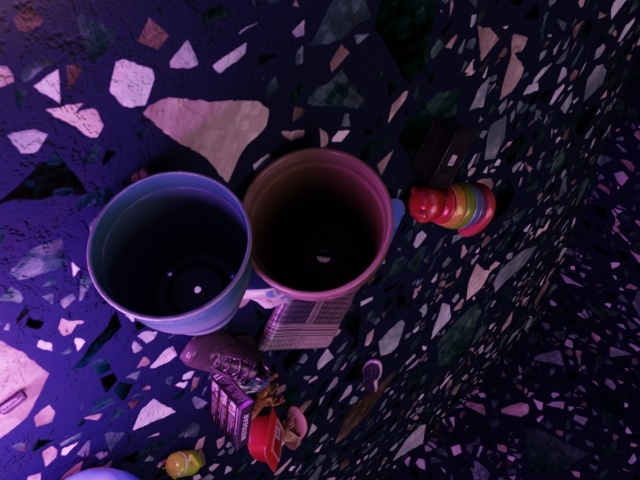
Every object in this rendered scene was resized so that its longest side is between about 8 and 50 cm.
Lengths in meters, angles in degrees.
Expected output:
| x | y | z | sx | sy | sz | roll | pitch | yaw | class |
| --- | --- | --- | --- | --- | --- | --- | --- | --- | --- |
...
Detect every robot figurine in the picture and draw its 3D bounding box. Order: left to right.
| x | y | z | sx | sy | sz | roll | pitch | yaw | class |
| --- | --- | --- | --- | --- | --- | --- | --- | --- | --- |
| -0.376 | 0.610 | 1.654 | 0.101 | 0.067 | 0.115 | -30 | 156 | 21 | robot figurine |

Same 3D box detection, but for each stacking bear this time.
| x | y | z | sx | sy | sz | roll | pitch | yaw | class |
| --- | --- | --- | --- | --- | --- | --- | --- | --- | --- |
| 0.385 | -0.109 | 1.854 | 0.288 | 0.176 | 0.164 | -1 | 163 | -38 | stacking bear |

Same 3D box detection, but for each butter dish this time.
| x | y | z | sx | sy | sz | roll | pitch | yaw | class |
| --- | --- | --- | --- | --- | --- | --- | --- | --- | --- |
| -0.186 | 0.614 | 1.870 | 0.160 | 0.118 | 0.160 | 76 | 18 | -50 | butter dish |

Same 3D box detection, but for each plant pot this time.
| x | y | z | sx | sy | sz | roll | pitch | yaw | class |
| --- | --- | --- | --- | --- | --- | --- | --- | --- | --- |
| -0.248 | 0.055 | 1.109 | 0.271 | 0.271 | 0.255 | -42 | 161 | -17 | plant pot |
| 0.000 | 0.000 | 1.354 | 0.323 | 0.323 | 0.280 | -46 | 163 | -11 | plant pot |

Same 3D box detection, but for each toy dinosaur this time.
| x | y | z | sx | sy | sz | roll | pitch | yaw | class |
| --- | --- | --- | --- | --- | --- | --- | --- | --- | --- |
| -0.176 | 0.482 | 1.812 | 0.112 | 0.064 | 0.212 | 20 | 95 | -39 | toy dinosaur |

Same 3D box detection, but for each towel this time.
| x | y | z | sx | sy | sz | roll | pitch | yaw | class |
| --- | --- | --- | --- | --- | --- | --- | --- | --- | --- |
| -0.015 | 0.176 | 1.727 | 0.324 | 0.056 | 0.312 | 12 | 108 | -54 | towel |

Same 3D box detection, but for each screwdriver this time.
| x | y | z | sx | sy | sz | roll | pitch | yaw | class |
| --- | --- | --- | --- | --- | --- | --- | --- | --- | --- |
| -0.618 | 0.339 | 1.115 | 0.170 | 0.024 | 0.025 | -41 | 118 | -16 | screwdriver |

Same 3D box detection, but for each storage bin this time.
| x | y | z | sx | sy | sz | roll | pitch | yaw | class |
| --- | --- | --- | --- | --- | --- | --- | --- | --- | --- |
| 0.351 | -0.251 | 1.734 | 0.122 | 0.084 | 0.180 | -1 | 121 | -52 | storage bin |

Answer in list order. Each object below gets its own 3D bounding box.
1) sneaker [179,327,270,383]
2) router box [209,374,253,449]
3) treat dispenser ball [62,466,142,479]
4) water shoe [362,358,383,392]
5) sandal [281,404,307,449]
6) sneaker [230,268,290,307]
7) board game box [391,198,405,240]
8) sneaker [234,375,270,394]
| x | y | z | sx | sy | sz | roll | pitch | yaw | class |
| --- | --- | --- | --- | --- | --- | --- | --- | --- | --- |
| -0.220 | 0.289 | 1.482 | 0.109 | 0.130 | 0.286 | -56 | 147 | 10 | sneaker |
| -0.241 | 0.451 | 1.610 | 0.046 | 0.133 | 0.179 | -24 | 139 | -37 | router box |
| -0.493 | 0.651 | 1.331 | 0.288 | 0.288 | 0.288 | -33 | 143 | -29 | treat dispenser ball |
| 0.204 | 0.500 | 2.319 | 0.080 | 0.072 | 0.203 | -55 | 161 | -41 | water shoe |
| -0.106 | 0.653 | 2.030 | 0.079 | 0.088 | 0.240 | -35 | 150 | -36 | sandal |
| -0.136 | 0.121 | 1.468 | 0.228 | 0.087 | 0.092 | -1 | 124 | -50 | sneaker |
| 0.177 | -0.051 | 1.757 | 0.133 | 0.033 | 0.169 | 4 | 113 | -48 | board game box |
| -0.193 | 0.392 | 1.691 | 0.144 | 0.053 | 0.059 | -11 | 128 | -49 | sneaker |
